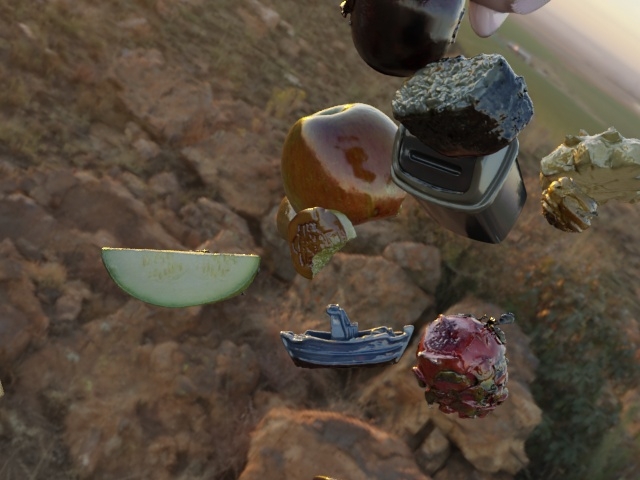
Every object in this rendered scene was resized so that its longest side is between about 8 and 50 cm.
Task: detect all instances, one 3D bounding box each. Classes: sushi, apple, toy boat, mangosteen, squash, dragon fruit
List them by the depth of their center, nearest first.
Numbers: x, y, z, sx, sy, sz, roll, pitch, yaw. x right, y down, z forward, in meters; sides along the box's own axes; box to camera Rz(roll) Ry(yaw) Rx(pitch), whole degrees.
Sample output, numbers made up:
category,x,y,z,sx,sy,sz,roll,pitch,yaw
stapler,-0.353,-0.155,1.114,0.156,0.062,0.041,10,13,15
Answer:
category,x,y,z,sx,sy,sz,roll,pitch,yaw
sushi,0.208,-0.202,1.204,0.126,0.136,0.225,47,-14,-19
mangosteen,0.118,-0.411,1.398,0.261,0.235,0.235,19,23,2
squash,-0.258,0.072,1.529,0.203,0.111,0.289,4,-1,16
toy boat,0.061,0.219,1.855,0.309,0.142,0.129,-2,5,1
apple,0.068,-0.185,2.029,0.340,0.339,0.339,29,23,-14
dragon fruit,0.395,0.341,2.165,0.291,0.250,0.269,55,50,-33

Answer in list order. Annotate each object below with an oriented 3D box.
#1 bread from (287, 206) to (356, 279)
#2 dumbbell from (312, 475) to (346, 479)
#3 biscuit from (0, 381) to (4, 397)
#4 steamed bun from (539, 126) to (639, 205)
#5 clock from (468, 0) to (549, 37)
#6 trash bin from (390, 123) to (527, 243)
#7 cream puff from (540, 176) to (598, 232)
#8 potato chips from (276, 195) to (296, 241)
category,x,y,z,sx,sy,sz,roll,pitch,yaw
bread,-0.008,-0.006,1.723,0.125,0.156,0.086,50,27,18
dumbbell,0.024,0.625,1.717,0.124,0.225,0.140,23,-19,-19
biscuit,-0.606,0.203,1.310,0.238,0.041,0.212,47,24,-43
steamed bun,0.646,-0.181,1.864,0.296,0.137,0.292,10,-14,-10
clock,0.212,-0.470,0.986,0.250,0.368,0.376,36,-10,38
trash bin,0.260,-0.119,1.477,0.209,0.182,0.290,23,-11,30
cream puff,0.536,-0.073,1.750,0.119,0.104,0.133,35,1,-3
potato chips,-0.070,-0.077,2.288,0.049,0.150,0.201,49,22,-39
